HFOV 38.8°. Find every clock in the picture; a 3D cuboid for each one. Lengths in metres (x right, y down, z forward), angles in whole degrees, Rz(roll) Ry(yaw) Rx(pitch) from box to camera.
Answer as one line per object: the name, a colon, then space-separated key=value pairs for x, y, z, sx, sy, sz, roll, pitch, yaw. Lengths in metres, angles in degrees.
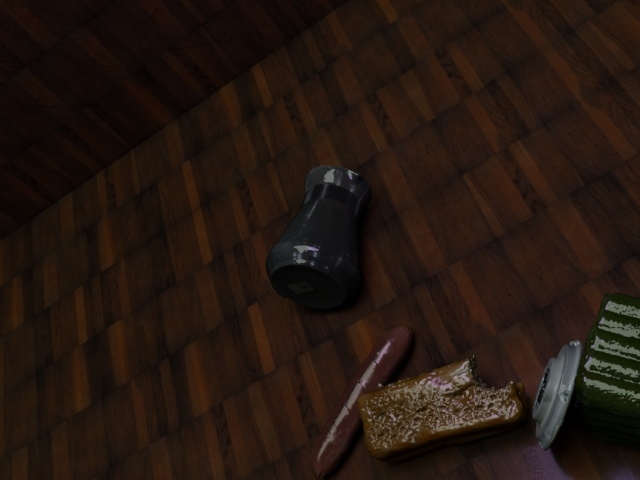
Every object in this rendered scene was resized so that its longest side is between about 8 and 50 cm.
clock: x=0.475 y=0.310 z=1.858 sx=0.053 sy=0.236 sz=0.237 roll=20 pitch=68 yaw=11

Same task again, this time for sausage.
sausage: x=0.098 y=0.376 z=2.182 sx=0.087 sy=0.088 sz=0.433 roll=22 pitch=73 yaw=44

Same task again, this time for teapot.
teapot: x=0.000 y=0.000 z=2.453 sx=0.300 sy=0.253 sz=0.344 roll=-42 pitch=24 yaw=51

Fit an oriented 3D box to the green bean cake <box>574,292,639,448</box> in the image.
green bean cake: x=0.601 y=0.258 z=1.774 sx=0.156 sy=0.250 sz=0.247 roll=13 pitch=65 yaw=29

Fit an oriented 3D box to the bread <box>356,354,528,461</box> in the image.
bread: x=0.270 y=0.369 z=2.034 sx=0.380 sy=0.109 sz=0.185 roll=-20 pitch=62 yaw=22
